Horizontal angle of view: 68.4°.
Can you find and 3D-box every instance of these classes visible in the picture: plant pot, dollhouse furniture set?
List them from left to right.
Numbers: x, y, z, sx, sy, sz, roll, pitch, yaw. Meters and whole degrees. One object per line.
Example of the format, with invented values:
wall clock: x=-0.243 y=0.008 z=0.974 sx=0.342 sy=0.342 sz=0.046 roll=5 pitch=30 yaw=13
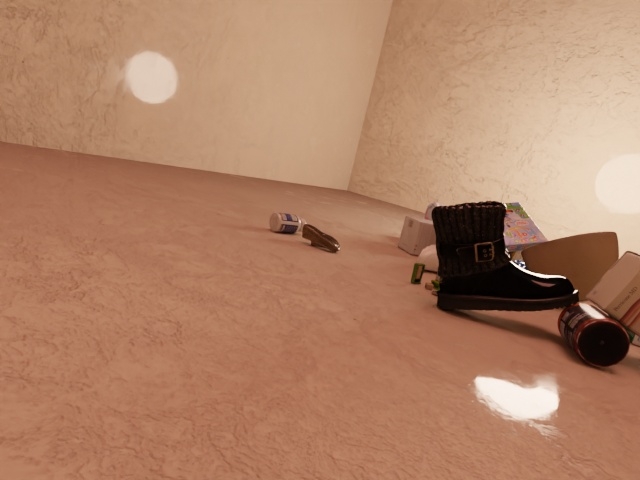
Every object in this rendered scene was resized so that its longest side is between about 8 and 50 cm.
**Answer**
dollhouse furniture set: x=0.324 y=0.114 z=1.296 sx=0.076 sy=0.059 sz=0.151 roll=4 pitch=14 yaw=-41
plant pot: x=0.816 y=0.101 z=1.516 sx=0.284 sy=0.191 sz=0.284 roll=-7 pitch=-14 yaw=-2

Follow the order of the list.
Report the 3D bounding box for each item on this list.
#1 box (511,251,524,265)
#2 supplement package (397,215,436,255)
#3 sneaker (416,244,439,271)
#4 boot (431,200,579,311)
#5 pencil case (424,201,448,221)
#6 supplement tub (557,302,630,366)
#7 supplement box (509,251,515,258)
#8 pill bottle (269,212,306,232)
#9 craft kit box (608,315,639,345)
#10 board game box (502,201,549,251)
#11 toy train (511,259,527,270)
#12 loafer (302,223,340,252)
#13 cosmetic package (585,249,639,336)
box: x=0.718 y=0.045 z=1.902 sx=0.232 sy=0.149 sz=0.127 roll=8 pitch=11 yaw=-30
supplement package: x=0.457 y=-0.004 z=1.873 sx=0.244 sy=0.134 sz=0.139 roll=10 pitch=11 yaw=-16
sneaker: x=0.424 y=0.076 z=1.570 sx=0.235 sy=0.090 sz=0.095 roll=4 pitch=26 yaw=-31
boot: x=0.442 y=0.034 z=1.129 sx=0.347 sy=0.260 sz=0.131 roll=0 pitch=1 yaw=1
pencil case: x=0.583 y=-0.081 z=2.010 sx=0.273 sy=0.124 sz=0.113 roll=10 pitch=14 yaw=-10
supplement tub: x=0.598 y=0.200 z=1.051 sx=0.106 sy=0.106 sz=0.198 roll=15 pitch=10 yaw=11
supplement box: x=0.579 y=-0.004 z=1.701 sx=0.194 sy=0.129 sz=0.191 roll=-20 pitch=49 yaw=-24
pill bottle: x=-0.112 y=-0.060 z=1.640 sx=0.120 sy=0.067 sz=0.067 roll=5 pitch=13 yaw=-38
craft kit box: x=0.971 y=0.268 z=1.313 sx=0.246 sy=0.061 sz=0.250 roll=14 pitch=10 yaw=17
board game box: x=0.662 y=-0.050 z=1.633 sx=0.160 sy=0.039 sz=0.212 roll=-5 pitch=45 yaw=-11
toy train: x=0.702 y=0.117 z=1.720 sx=0.105 sy=0.080 sz=0.184 roll=5 pitch=12 yaw=7
loafer: x=0.000 y=0.000 z=1.528 sx=0.148 sy=0.050 sz=0.056 roll=35 pitch=22 yaw=23
cosmetic package: x=0.780 y=0.173 z=1.044 sx=0.296 sy=0.153 sz=0.129 roll=36 pitch=13 yaw=7
